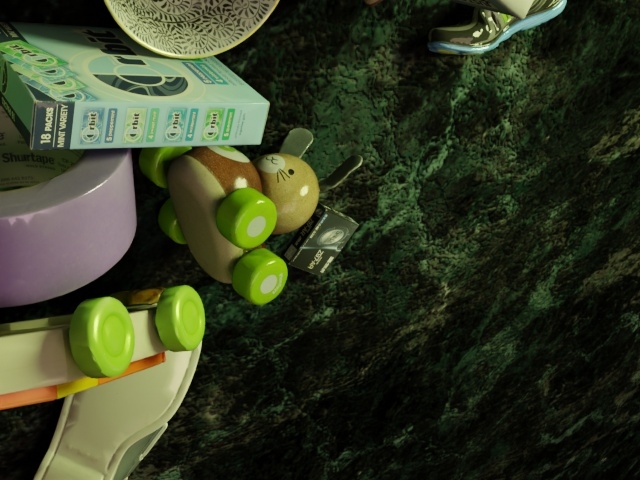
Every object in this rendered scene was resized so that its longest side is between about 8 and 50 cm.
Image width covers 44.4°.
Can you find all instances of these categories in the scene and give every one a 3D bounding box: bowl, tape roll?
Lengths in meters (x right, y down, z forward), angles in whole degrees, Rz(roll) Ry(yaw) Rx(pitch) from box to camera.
[{"bbox_3d":[-0.111,-0.240,0.623,0.170,0.080,0.170,-23,136,-25],"label":"bowl"},{"bbox_3d":[-0.239,-0.040,0.599,0.189,0.189,0.080,-19,133,-28],"label":"tape roll"}]

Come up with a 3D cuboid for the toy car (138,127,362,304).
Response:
[{"bbox_3d":[-0.053,-0.057,0.782,0.188,0.155,0.149,-35,140,-26],"label":"toy car"}]

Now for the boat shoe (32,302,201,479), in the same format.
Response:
[{"bbox_3d":[-0.235,0.200,0.904,0.319,0.116,0.099,-59,-178,6],"label":"boat shoe"}]

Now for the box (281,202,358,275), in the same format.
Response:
[{"bbox_3d":[0.000,0.000,0.966,0.067,0.018,0.083,24,105,-48],"label":"box"}]

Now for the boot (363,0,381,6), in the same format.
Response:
[{"bbox_3d":[0.056,-0.284,0.713,0.087,0.042,0.118,24,106,-46],"label":"boot"}]

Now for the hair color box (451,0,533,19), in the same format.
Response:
[{"bbox_3d":[0.054,-0.344,0.580,0.374,0.113,0.185,24,99,-35],"label":"hair color box"}]

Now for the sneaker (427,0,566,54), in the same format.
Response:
[{"bbox_3d":[0.194,-0.263,0.886,0.188,0.067,0.078,-30,117,-15],"label":"sneaker"}]

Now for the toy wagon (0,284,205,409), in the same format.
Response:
[{"bbox_3d":[-0.236,0.087,0.674,0.344,0.267,0.068,-3,85,-72],"label":"toy wagon"}]

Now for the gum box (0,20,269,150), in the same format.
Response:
[{"bbox_3d":[-0.159,-0.125,0.620,0.184,0.157,0.041,-7,127,-36],"label":"gum box"}]
